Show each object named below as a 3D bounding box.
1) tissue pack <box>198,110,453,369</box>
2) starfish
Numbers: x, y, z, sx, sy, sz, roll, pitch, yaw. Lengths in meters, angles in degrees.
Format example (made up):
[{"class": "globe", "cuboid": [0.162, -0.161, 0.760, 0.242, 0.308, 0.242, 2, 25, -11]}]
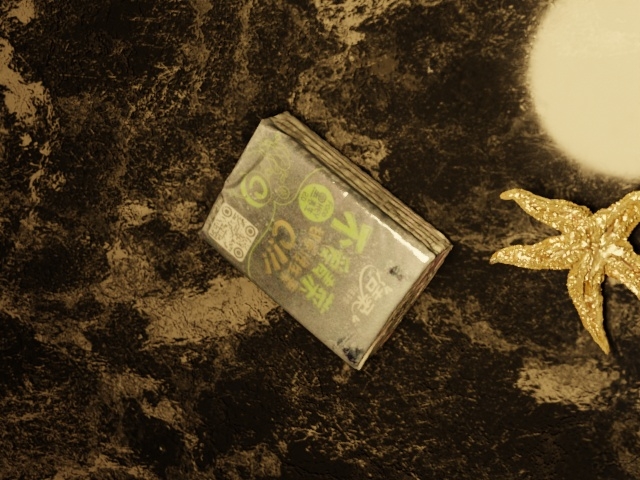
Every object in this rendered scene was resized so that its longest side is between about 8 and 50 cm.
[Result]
[{"class": "tissue pack", "cuboid": [0.000, 0.000, 2.171, 0.394, 0.124, 0.288, 40, 122, 13]}, {"class": "starfish", "cuboid": [0.421, 0.021, 1.979, 0.302, 0.060, 0.299, 22, 121, 16]}]
